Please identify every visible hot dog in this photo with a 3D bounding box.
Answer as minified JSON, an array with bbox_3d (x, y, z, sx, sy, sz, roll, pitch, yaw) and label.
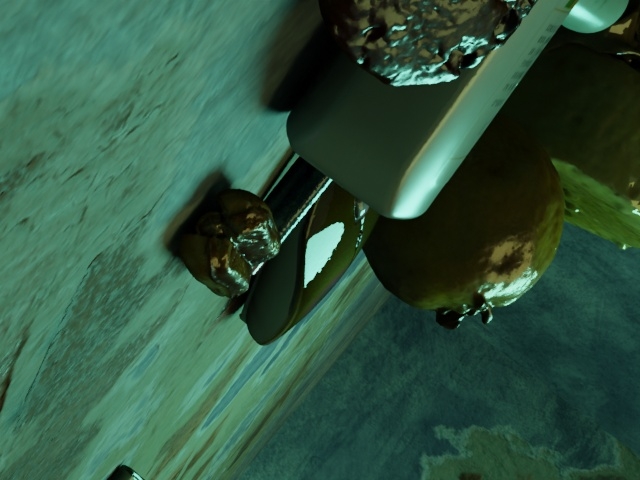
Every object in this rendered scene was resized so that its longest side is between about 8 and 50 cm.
[{"bbox_3d":[-0.062,0.003,1.025,0.071,0.045,0.165,-54,174,-5],"label":"hot dog"}]

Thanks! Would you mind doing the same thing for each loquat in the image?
[{"bbox_3d":[0.144,-0.033,1.537,0.238,0.238,0.193,-50,178,-25],"label":"loquat"}]

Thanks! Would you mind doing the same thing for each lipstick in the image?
[{"bbox_3d":[0.010,-0.067,1.140,0.234,0.053,0.053,-53,174,14],"label":"lipstick"}]

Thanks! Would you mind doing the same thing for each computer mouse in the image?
[{"bbox_3d":[0.000,0.000,1.363,0.158,0.072,0.310,-52,173,-29],"label":"computer mouse"}]

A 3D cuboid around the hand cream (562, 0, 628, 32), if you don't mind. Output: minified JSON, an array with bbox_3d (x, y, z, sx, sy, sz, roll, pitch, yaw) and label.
[{"bbox_3d":[0.185,-0.246,1.180,0.109,0.067,0.320,-54,154,6],"label":"hand cream"}]

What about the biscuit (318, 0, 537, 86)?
[{"bbox_3d":[0.078,-0.169,0.794,0.192,0.049,0.192,-26,138,-26],"label":"biscuit"}]

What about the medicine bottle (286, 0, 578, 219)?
[{"bbox_3d":[0.113,-0.176,0.965,0.324,0.124,0.179,-53,178,17],"label":"medicine bottle"}]

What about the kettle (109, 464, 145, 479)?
[{"bbox_3d":[-0.218,0.315,1.496,0.148,0.127,0.098,-54,-154,-15],"label":"kettle"}]

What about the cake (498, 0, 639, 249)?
[{"bbox_3d":[0.345,-0.193,1.735,0.321,0.332,0.332,-61,174,-4],"label":"cake"}]
